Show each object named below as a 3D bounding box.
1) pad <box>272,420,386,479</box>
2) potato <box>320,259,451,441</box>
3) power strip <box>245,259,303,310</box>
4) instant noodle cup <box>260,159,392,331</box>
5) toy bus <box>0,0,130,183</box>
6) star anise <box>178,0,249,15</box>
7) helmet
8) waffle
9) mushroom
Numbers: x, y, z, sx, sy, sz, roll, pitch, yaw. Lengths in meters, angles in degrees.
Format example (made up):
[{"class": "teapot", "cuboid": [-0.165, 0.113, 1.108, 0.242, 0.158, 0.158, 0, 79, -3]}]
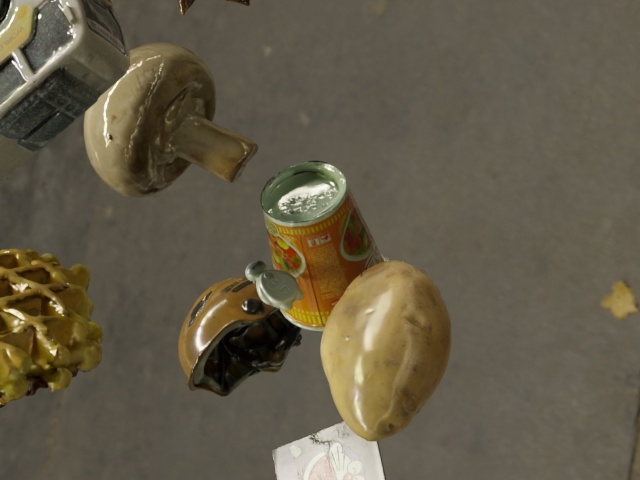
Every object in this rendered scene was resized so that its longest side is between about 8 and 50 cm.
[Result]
[{"class": "pad", "cuboid": [0.023, 0.355, 1.545, 0.170, 0.006, 0.246, -26, 61, 29]}, {"class": "potato", "cuboid": [0.082, 0.125, 1.424, 0.161, 0.128, 0.235, -33, 34, 11]}, {"class": "power strip", "cuboid": [-0.061, 0.060, 1.572, 0.083, 0.055, 0.035, 37, 148, 18]}, {"class": "instant noodle cup", "cuboid": [0.000, 0.000, 1.624, 0.168, 0.185, 0.168, -9, 45, 9]}, {"class": "toy bus", "cuboid": [-0.340, -0.123, 1.186, 0.342, 0.097, 0.138, -38, 60, 10]}, {"class": "star anise", "cuboid": [-0.176, -0.421, 1.866, 0.111, 0.212, 0.196, -36, 52, 33]}, {"class": "helmet", "cuboid": [-0.135, 0.135, 1.908, 0.130, 0.224, 0.198, 51, 137, 31]}, {"class": "waffle", "cuboid": [-0.454, 0.093, 1.472, 0.380, 0.382, 0.095, -117, 31, -66]}, {"class": "mushroom", "cuboid": [-0.186, -0.139, 1.566, 0.215, 0.207, 0.207, 26, 96, 12]}]
